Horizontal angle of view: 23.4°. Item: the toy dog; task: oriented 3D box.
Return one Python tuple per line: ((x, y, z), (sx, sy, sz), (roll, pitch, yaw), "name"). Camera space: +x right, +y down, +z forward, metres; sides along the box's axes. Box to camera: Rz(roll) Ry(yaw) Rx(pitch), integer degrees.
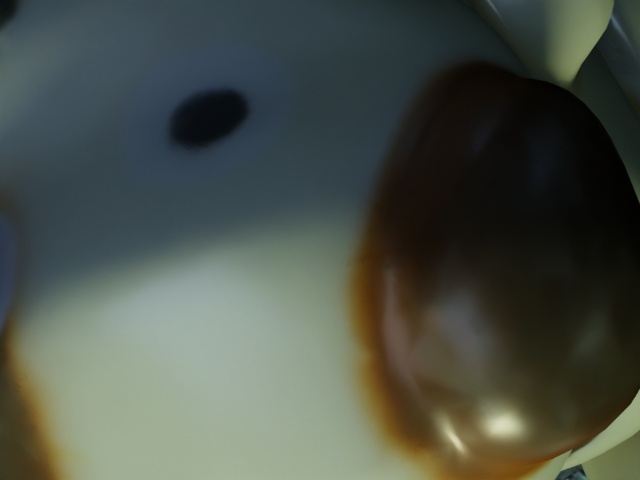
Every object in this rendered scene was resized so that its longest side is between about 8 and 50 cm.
((0.000, 0.000, 0.556), (0.284, 0.408, 0.396), (-18, 93, 20), "toy dog")
